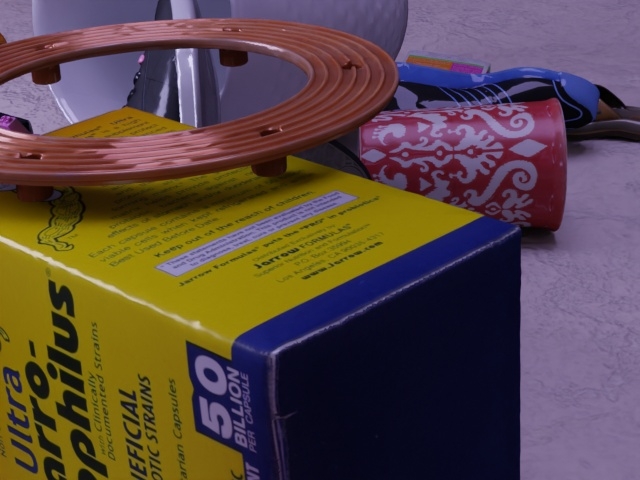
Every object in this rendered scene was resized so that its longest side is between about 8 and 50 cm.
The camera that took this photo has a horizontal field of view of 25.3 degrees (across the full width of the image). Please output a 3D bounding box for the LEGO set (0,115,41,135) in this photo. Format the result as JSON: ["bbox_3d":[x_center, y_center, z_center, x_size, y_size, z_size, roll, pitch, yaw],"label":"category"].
[{"bbox_3d":[-0.296,-0.014,1.074,0.227,0.093,0.087,-50,31,-16],"label":"LEGO set"}]

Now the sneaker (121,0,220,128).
[{"bbox_3d":[-0.159,-0.083,1.169,0.147,0.104,0.295,-6,68,8],"label":"sneaker"}]

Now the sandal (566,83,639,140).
[{"bbox_3d":[0.283,-0.133,1.439,0.180,0.049,0.072,5,25,17],"label":"sandal"}]

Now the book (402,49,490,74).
[{"bbox_3d":[0.131,-0.169,1.566,0.096,0.035,0.144,6,26,13],"label":"book"}]

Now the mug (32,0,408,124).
[{"bbox_3d":[-0.107,-0.215,1.459,0.374,0.276,0.328,-22,-6,40],"label":"mug"}]

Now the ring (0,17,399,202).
[{"bbox_3d":[-0.116,-0.091,0.943,0.337,0.032,0.336,-3,24,1],"label":"ring"}]

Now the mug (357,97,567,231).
[{"bbox_3d":[0.117,-0.053,1.227,0.169,0.150,0.113,-1,56,-1],"label":"mug"}]

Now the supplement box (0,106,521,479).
[{"bbox_3d":[-0.076,0.065,0.859,0.195,0.194,0.357,-24,30,-39],"label":"supplement box"}]

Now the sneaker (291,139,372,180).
[{"bbox_3d":[-0.029,-0.008,1.029,0.163,0.226,0.086,14,65,34],"label":"sneaker"}]

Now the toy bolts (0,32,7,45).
[{"bbox_3d":[-0.413,-0.168,1.252,0.218,0.158,0.228,36,8,-10],"label":"toy bolts"}]

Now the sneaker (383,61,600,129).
[{"bbox_3d":[0.154,-0.114,1.380,0.232,0.081,0.090,3,67,3],"label":"sneaker"}]

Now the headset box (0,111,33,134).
[{"bbox_3d":[-0.419,-0.038,1.217,0.283,0.131,0.246,18,31,41],"label":"headset box"}]
